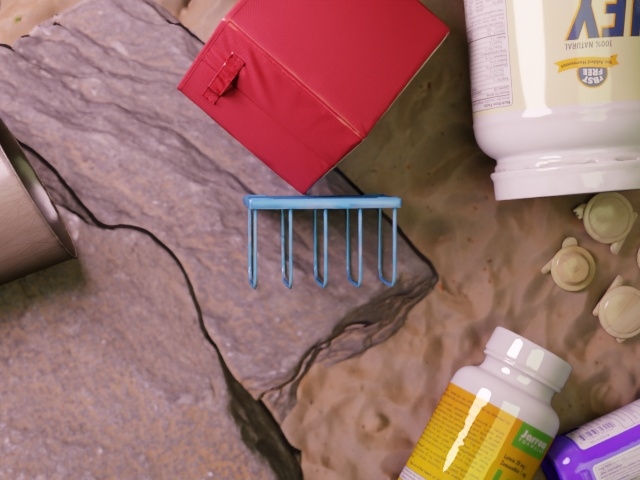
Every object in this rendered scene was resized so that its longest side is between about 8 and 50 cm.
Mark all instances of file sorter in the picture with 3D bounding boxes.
[{"bbox_3d":[0.000,0.000,1.555,0.170,0.118,0.105,-1,94,-6],"label":"file sorter"}]

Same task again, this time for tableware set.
[{"bbox_3d":[0.359,0.029,1.643,0.168,0.020,0.141,40,88,-6],"label":"tableware set"}]

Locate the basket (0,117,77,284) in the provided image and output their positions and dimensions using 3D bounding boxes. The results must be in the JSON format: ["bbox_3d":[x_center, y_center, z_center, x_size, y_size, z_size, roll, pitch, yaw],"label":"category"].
[{"bbox_3d":[-0.419,-0.014,1.493,0.226,0.154,0.204,-29,93,-2],"label":"basket"}]

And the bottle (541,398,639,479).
[{"bbox_3d":[0.402,0.228,1.600,0.282,0.118,0.092,-23,90,-7],"label":"bottle"}]

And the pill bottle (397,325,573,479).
[{"bbox_3d":[0.191,0.231,1.566,0.136,0.136,0.246,29,87,-6],"label":"pill bottle"}]

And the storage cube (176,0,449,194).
[{"bbox_3d":[-0.011,-0.198,1.492,0.193,0.183,0.215,40,62,-5],"label":"storage cube"}]

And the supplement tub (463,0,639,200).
[{"bbox_3d":[0.283,-0.214,1.524,0.235,0.235,0.325,-5,91,-6],"label":"supplement tub"}]
